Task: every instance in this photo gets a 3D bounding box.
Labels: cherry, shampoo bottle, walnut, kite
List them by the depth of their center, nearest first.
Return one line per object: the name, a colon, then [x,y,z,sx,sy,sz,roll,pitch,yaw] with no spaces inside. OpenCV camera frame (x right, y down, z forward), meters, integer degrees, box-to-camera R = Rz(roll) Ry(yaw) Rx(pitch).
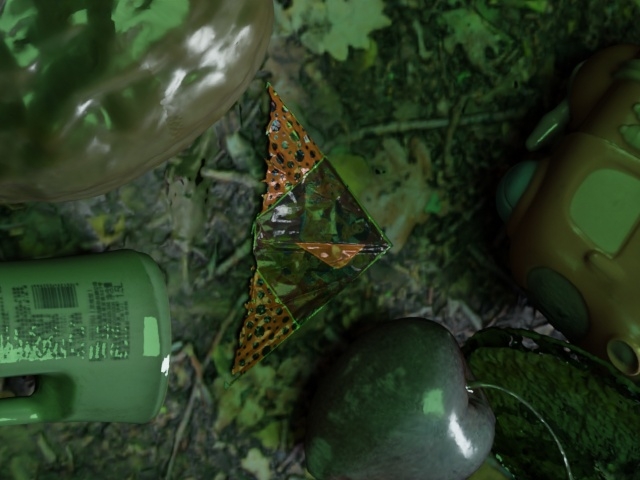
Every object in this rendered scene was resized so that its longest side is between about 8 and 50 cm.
walnut: [-0.160,-0.153,1.125,0.273,0.273,0.227,-46,150,-13]
shampoo bottle: [-0.218,0.067,1.221,0.234,0.087,0.118,-2,101,-28]
kite: [0.001,0.000,1.376,0.125,0.008,0.222,3,99,-32]
cherry: [0.072,0.149,1.382,0.148,0.115,0.188,-39,116,-22]

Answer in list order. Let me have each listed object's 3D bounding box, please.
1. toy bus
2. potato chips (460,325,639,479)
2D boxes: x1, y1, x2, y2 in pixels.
toy bus: [0.256,-0.025,1.395,0.232,0.194,0.288,35,78,5]
potato chips: [0.185,0.149,1.404,0.029,0.202,0.220,-49,141,-33]
